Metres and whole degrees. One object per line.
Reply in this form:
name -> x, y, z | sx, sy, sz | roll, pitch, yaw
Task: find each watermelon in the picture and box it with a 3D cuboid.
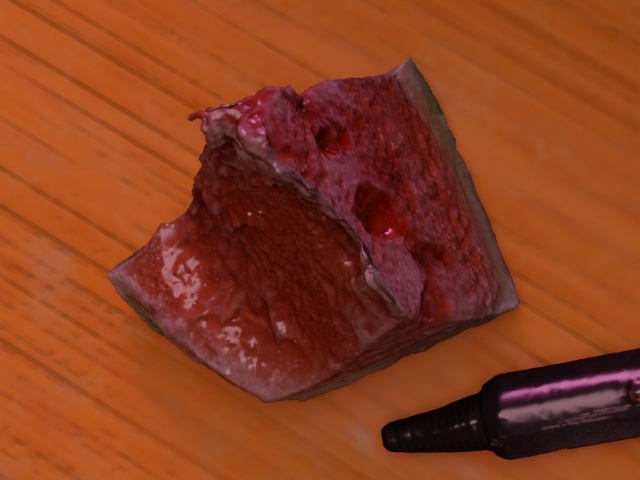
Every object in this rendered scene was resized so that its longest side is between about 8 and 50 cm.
watermelon -> 0.016, -0.008, 0.640 | 0.121, 0.158, 0.098 | -33, 79, -24

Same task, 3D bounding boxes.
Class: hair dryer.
hair dryer -> 0.119, 0.029, 0.662 | 0.195, 0.050, 0.173 | 2, 81, 11
